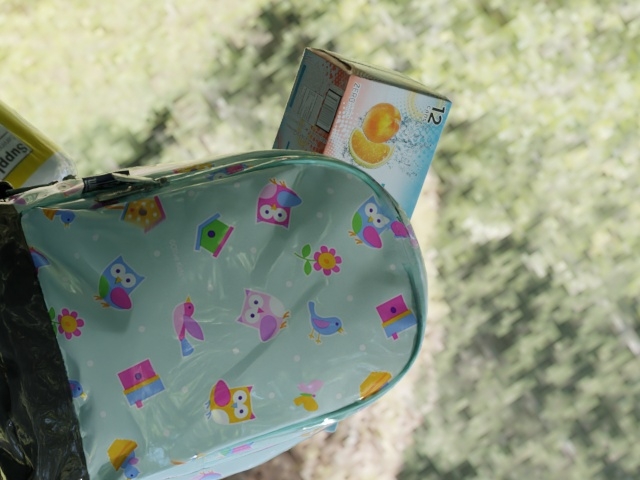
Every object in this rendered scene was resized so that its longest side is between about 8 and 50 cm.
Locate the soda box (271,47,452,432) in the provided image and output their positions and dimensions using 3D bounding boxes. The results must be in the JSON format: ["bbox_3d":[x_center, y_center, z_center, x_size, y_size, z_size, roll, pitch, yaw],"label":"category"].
[{"bbox_3d":[0.000,0.000,0.882,0.058,0.063,0.183,41,-66,59],"label":"soda box"}]

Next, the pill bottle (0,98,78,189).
[{"bbox_3d":[-0.202,-0.028,0.909,0.119,0.208,0.119,-50,-176,5],"label":"pill bottle"}]

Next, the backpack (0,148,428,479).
[{"bbox_3d":[-0.048,0.034,0.694,0.182,0.152,0.115,-15,-176,-15],"label":"backpack"}]
